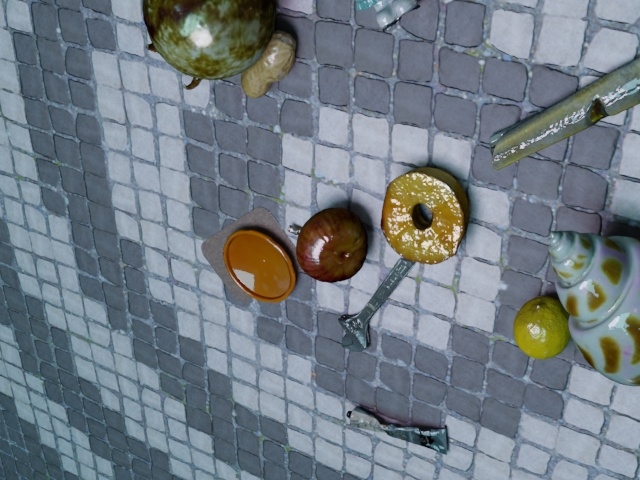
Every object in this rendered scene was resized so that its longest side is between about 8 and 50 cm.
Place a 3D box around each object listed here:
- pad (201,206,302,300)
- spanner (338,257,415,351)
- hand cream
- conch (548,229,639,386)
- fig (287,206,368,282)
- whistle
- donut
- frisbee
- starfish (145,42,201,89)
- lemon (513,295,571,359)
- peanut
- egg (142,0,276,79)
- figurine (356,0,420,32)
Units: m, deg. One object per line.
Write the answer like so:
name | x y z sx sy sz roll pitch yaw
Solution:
pad | -0.160 0.036 2.005 0.266 0.002 0.176 -29 100 42
spanner | 0.118 0.138 1.867 0.093 0.026 0.325 39 132 6
hand cream | 0.175 0.430 2.011 0.248 0.052 0.075 9 146 23
conch | 0.507 0.113 1.477 0.368 0.197 0.249 62 152 -6
fig | 0.020 0.014 1.784 0.202 0.148 0.149 122 138 -80
whistle | 0.410 -0.205 1.426 0.326 0.057 0.068 -26 57 42
donut | 0.203 -0.053 1.655 0.174 0.074 0.190 6 117 33
frisbee | -0.135 0.054 1.972 0.192 0.035 0.192 18 128 25
starfish | -0.278 -0.408 1.748 0.146 0.074 0.190 -28 101 41
lemon | 0.414 0.164 1.625 0.109 0.109 0.133 15 134 26
peanut | -0.102 -0.334 1.680 0.080 0.080 0.174 47 137 0
egg | -0.200 -0.431 1.562 0.238 0.238 0.289 -20 72 41
figurine | 0.076 -0.476 1.448 0.138 0.110 0.245 -30 103 33
